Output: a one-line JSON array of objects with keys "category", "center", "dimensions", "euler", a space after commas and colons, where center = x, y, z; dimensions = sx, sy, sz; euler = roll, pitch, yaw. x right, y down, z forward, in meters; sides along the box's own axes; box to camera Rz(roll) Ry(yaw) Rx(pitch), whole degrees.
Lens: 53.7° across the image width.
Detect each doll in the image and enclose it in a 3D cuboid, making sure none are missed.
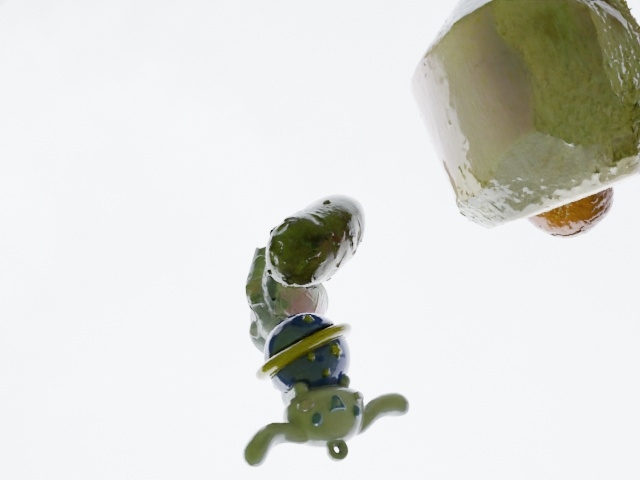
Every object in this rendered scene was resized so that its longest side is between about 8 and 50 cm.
[{"category": "doll", "center": [-0.037, 0.257, 1.068], "dimensions": [0.310, 0.159, 0.243], "euler": [-23, -94, -39]}]

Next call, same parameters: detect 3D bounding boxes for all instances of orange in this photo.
[{"category": "orange", "center": [0.498, -0.102, 1.292], "dimensions": [0.193, 0.193, 0.161], "euler": [26, -141, 21]}]

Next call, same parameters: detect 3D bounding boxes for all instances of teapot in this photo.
[{"category": "teapot", "center": [-0.073, 0.137, 1.325], "dimensions": [0.163, 0.222, 0.178], "euler": [8, -149, 7]}]

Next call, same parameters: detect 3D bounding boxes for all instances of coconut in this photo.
[{"category": "coconut", "center": [0.270, -0.194, 0.811], "dimensions": [0.297, 0.297, 0.310], "euler": [-20, -94, 2]}]

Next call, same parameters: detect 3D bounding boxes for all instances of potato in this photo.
[{"category": "potato", "center": [0.000, 0.000, 1.194], "dimensions": [0.176, 0.298, 0.141], "euler": [-26, -86, 32]}]

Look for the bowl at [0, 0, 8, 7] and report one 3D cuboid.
[{"category": "bowl", "center": [-0.196, -0.223, 0.247], "dimensions": [0.163, 0.307, 0.307], "euler": [-18, -121, -31]}]
